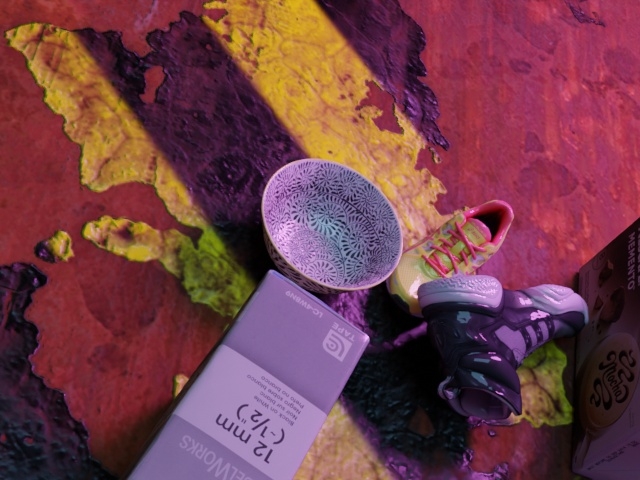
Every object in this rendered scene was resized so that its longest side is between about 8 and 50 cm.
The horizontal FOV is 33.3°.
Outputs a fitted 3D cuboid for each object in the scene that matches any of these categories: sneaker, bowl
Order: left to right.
[{"bbox_3d":[0.000,0.000,1.198,0.170,0.080,0.170,13,53,-18],"label":"bowl"},{"bbox_3d":[0.156,0.011,1.261,0.081,0.094,0.208,46,52,5],"label":"sneaker"},{"bbox_3d":[0.212,0.127,1.215,0.268,0.101,0.153,10,74,-42],"label":"sneaker"}]

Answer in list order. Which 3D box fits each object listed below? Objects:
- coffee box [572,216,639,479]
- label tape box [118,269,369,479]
[{"bbox_3d":[0.393,0.128,1.254,0.118,0.168,0.297,23,52,-12],"label":"coffee box"},{"bbox_3d":[-0.119,0.222,0.875,0.115,0.249,0.348,37,50,-1],"label":"label tape box"}]
